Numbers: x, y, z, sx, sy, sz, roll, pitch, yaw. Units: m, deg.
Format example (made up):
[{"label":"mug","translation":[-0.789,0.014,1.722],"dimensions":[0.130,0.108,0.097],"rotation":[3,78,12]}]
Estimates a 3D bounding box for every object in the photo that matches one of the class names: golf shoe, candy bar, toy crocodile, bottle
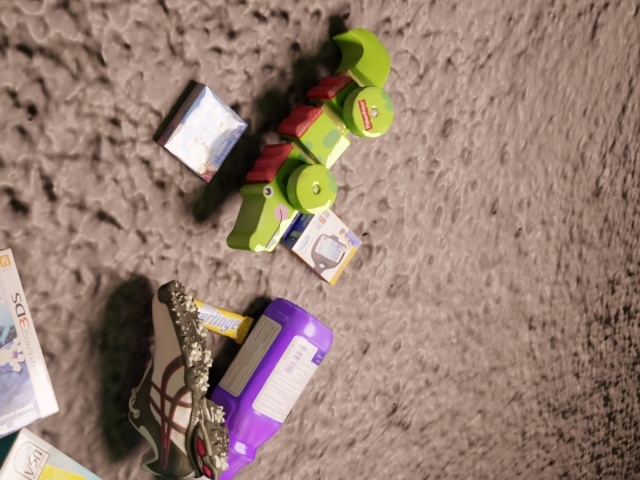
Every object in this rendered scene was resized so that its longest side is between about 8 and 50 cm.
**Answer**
[{"label":"golf shoe","translation":[-0.191,0.185,1.188],"dimensions":[0.120,0.105,0.272],"rotation":[-7,108,3]},{"label":"candy bar","translation":[-0.150,0.103,1.265],"dimensions":[0.161,0.018,0.040],"rotation":[28,88,-50]},{"label":"toy crocodile","translation":[-0.013,-0.127,1.222],"dimensions":[0.105,0.115,0.340],"rotation":[43,74,-28]},{"label":"bottle","translation":[-0.093,0.222,1.325],"dimensions":[0.283,0.092,0.118],"rotation":[-58,147,-7]}]

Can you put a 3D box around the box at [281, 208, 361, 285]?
[{"label":"box","translation":[0.000,0.000,1.362],"dimensions":[0.081,0.028,0.136],"rotation":[-56,140,-8]}]

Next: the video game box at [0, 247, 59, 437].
[{"label":"video game box","translation":[-0.378,0.122,0.943],"dimensions":[0.205,0.048,0.187],"rotation":[-23,97,-48]}]

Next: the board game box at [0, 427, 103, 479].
[{"label":"board game box","translation":[-0.329,0.400,1.119],"dimensions":[0.336,0.079,0.253],"rotation":[53,49,-46]}]

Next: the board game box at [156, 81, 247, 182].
[{"label":"board game box","translation":[-0.143,-0.131,1.153],"dimensions":[0.090,0.020,0.090],"rotation":[-58,137,-7]}]
